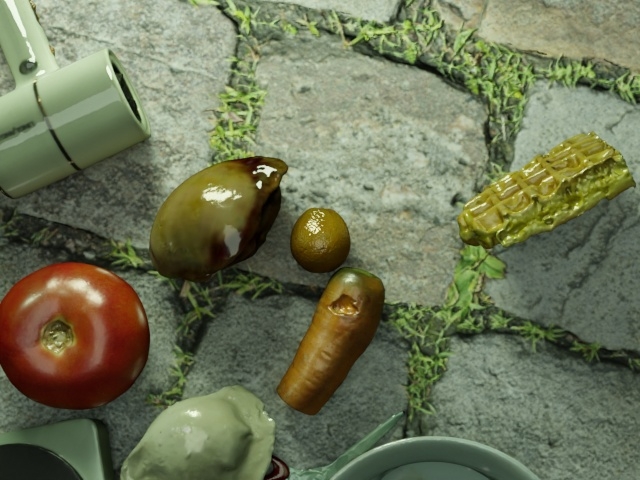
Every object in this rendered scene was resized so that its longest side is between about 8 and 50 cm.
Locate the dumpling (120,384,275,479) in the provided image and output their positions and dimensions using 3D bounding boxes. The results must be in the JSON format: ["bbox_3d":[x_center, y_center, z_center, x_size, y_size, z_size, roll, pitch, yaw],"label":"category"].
[{"bbox_3d":[-0.147,0.274,1.628,0.181,0.111,0.155,-45,75,11],"label":"dumpling"}]

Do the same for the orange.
[{"bbox_3d":[0.000,0.000,1.638,0.085,0.085,0.085,0,91,3],"label":"orange"}]

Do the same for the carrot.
[{"bbox_3d":[0.019,0.128,1.637,0.087,0.087,0.193,24,96,3],"label":"carrot"}]

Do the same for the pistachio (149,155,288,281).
[{"bbox_3d":[-0.123,-0.029,1.626,0.210,0.130,0.165,-42,48,3],"label":"pistachio"}]

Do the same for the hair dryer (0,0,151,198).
[{"bbox_3d":[-0.375,-0.253,1.646,0.203,0.128,0.362,-24,81,4],"label":"hair dryer"}]

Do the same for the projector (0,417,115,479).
[{"bbox_3d":[-0.382,0.375,1.653,0.257,0.079,0.259,-12,78,7],"label":"projector"}]

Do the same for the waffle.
[{"bbox_3d":[0.263,-0.056,1.583,0.211,0.160,0.055,-28,104,6],"label":"waffle"}]

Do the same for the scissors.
[{"bbox_3d":[0.012,0.306,1.672,0.247,0.017,0.144,-24,90,2],"label":"scissors"}]

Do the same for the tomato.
[{"bbox_3d":[-0.309,0.120,1.627,0.195,0.136,0.195,0,89,6],"label":"tomato"}]

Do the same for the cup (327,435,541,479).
[{"bbox_3d":[0.136,0.394,1.586,0.347,0.163,0.347,0,94,2],"label":"cup"}]
